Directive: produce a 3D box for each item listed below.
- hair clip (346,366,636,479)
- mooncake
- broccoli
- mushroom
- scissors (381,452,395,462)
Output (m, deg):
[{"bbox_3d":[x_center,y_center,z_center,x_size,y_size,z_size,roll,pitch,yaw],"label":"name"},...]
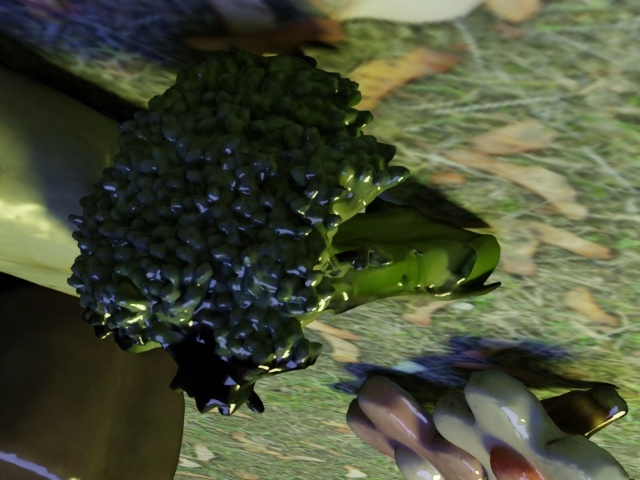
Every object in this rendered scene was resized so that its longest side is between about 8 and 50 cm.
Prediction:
[{"bbox_3d":[0.106,0.131,0.752,0.146,0.075,0.257,42,151,-18],"label":"hair clip"},{"bbox_3d":[-0.208,0.108,0.796,0.245,0.133,0.245,11,161,4],"label":"mooncake"},{"bbox_3d":[0.002,0.001,0.438,0.118,0.122,0.204,35,-165,32],"label":"broccoli"},{"bbox_3d":[-0.129,-0.026,0.460,0.312,0.081,0.100,26,161,-36],"label":"mushroom"},{"bbox_3d":[0.149,0.197,0.981,0.160,0.024,0.317,0,157,31],"label":"scissors"}]
